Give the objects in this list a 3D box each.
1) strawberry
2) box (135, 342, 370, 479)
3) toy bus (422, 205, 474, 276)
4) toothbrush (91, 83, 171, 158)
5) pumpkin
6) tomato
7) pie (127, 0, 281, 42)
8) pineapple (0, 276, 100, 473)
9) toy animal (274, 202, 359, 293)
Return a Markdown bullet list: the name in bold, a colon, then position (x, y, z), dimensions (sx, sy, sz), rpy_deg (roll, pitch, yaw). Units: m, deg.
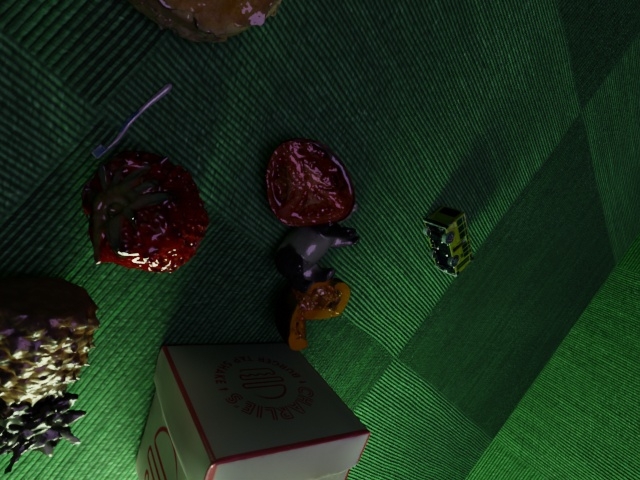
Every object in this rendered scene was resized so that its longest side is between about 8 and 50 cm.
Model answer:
- **strawberry**: position (-0.253, -0.033, 0.643), dimensions (0.201, 0.187, 0.184), rpy_deg (53, 49, -65)
- **box**: position (-0.150, 0.406, 0.807), dimensions (0.315, 0.312, 0.299), rpy_deg (9, 106, -37)
- **toy bus**: position (0.351, 0.002, 1.131), dimensions (0.101, 0.088, 0.175), rpy_deg (-38, 125, -19)
- **toothbrush**: position (-0.289, -0.185, 0.646), dimensions (0.162, 0.014, 0.017), rpy_deg (-47, 148, -10)
- **pumpkin**: position (-0.031, 0.141, 0.909), dimensions (0.183, 0.108, 0.119), rpy_deg (-34, 133, -28)
- **tomato**: position (-0.020, -0.118, 0.807), dimensions (0.167, 0.082, 0.174), rpy_deg (-7, 116, 3)
- **pie**: position (-0.169, -0.452, 0.571), dimensions (0.340, 0.083, 0.339), rpy_deg (-12, 114, -30)
- **pineapple**: position (-0.441, 0.223, 0.631), dimensions (0.169, 0.169, 0.340), rpy_deg (6, 113, -37)
- **toy animal**: position (0.000, 0.000, 0.867), dimensions (0.225, 0.121, 0.094), rpy_deg (-50, 160, -7)
